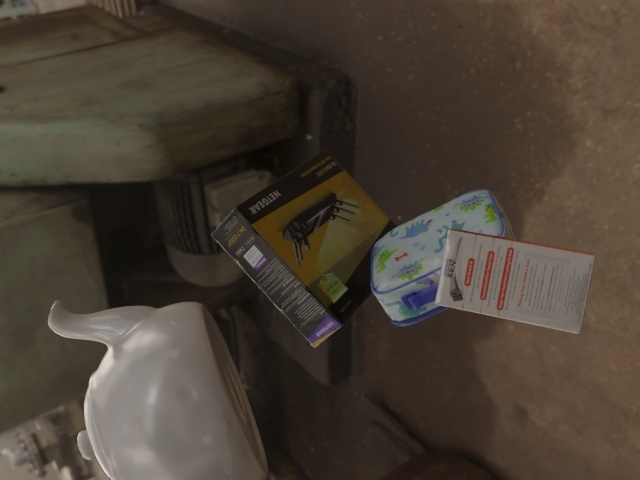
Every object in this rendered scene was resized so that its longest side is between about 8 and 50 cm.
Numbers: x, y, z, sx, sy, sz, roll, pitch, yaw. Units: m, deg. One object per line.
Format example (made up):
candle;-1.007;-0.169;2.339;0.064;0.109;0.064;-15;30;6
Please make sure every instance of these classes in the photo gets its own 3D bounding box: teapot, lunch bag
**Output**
teapot;-0.180;0.207;0.838;0.252;0.187;0.256;74;172;-49
lunch bag;0.181;0.028;1.095;0.090;0.219;0.176;55;-162;-24

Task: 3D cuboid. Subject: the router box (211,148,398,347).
router box;0.000;0.000;1.239;0.243;0.309;0.081;47;127;1

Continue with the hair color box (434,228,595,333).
hair color box;0.227;0.045;0.868;0.167;0.053;0.093;11;96;16
